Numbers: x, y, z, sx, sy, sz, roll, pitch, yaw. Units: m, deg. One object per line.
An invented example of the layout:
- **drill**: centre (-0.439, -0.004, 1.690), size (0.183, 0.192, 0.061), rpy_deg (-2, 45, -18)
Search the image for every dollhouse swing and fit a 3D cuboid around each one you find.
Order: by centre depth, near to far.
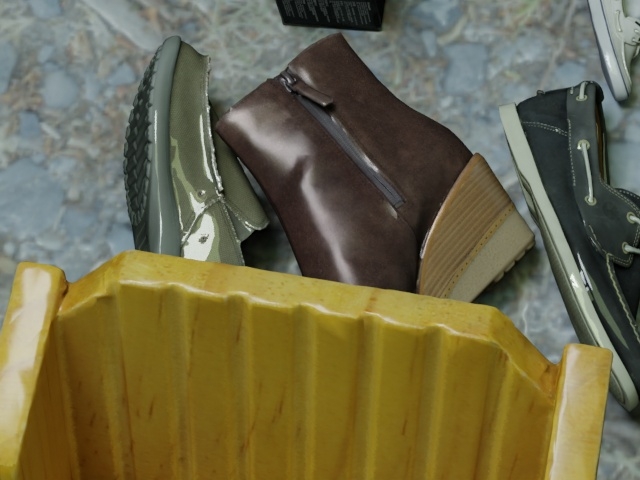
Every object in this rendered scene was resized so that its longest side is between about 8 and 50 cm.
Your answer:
- **dollhouse swing**: centre (-0.037, 0.233, 1.092), size (0.347, 0.315, 0.305), rpy_deg (10, 49, 7)

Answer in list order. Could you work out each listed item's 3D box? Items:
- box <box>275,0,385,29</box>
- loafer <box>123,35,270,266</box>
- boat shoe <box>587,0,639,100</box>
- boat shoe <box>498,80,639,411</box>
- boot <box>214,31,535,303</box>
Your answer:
- **box**: centre (0.006, -0.254, 1.342), size (0.078, 0.180, 0.147), rpy_deg (5, 69, 10)
- **loafer**: centre (-0.083, -0.018, 1.321), size (0.087, 0.094, 0.251), rpy_deg (1, 76, -17)
- **boat shoe**: centre (0.211, -0.145, 1.348), size (0.035, 0.035, 0.100), rpy_deg (-12, 60, 7)
- **boat shoe**: centre (0.185, -0.001, 1.266), size (0.079, 0.084, 0.233), rpy_deg (-16, 64, 2)
- **boot**: centre (0.000, 0.000, 1.272), size (0.207, 0.090, 0.248), rpy_deg (44, 65, 6)
